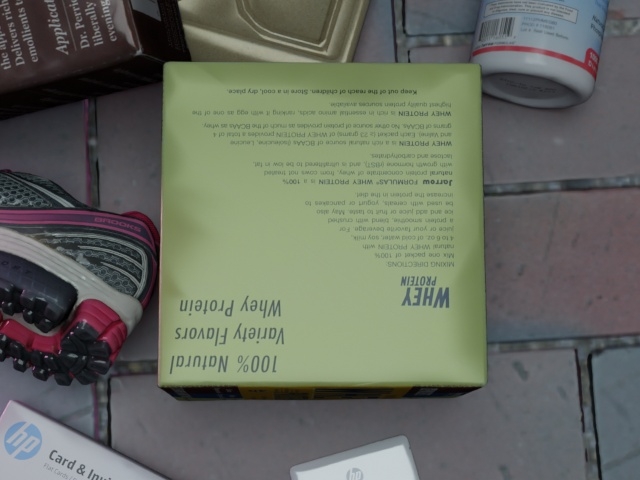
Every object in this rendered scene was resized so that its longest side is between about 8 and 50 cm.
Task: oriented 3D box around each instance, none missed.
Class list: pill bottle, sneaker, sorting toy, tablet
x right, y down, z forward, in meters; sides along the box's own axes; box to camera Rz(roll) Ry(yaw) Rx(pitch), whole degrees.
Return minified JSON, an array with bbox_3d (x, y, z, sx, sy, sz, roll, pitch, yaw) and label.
[{"bbox_3d":[0.157,-0.179,0.928,0.087,0.087,0.160,12,81,2],"label":"pill bottle"},{"bbox_3d":[-0.252,-0.008,0.896,0.299,0.121,0.112,24,52,5],"label":"sneaker"},{"bbox_3d":[-0.103,-0.241,0.966,0.307,0.041,0.229,16,85,3],"label":"sorting toy"},{"bbox_3d":[0.026,0.168,0.909,0.083,0.006,0.054,-15,80,-3],"label":"tablet"}]

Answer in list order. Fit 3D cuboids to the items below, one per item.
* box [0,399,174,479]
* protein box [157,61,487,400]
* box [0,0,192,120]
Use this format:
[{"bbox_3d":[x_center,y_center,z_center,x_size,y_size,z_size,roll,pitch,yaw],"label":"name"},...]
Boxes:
[{"bbox_3d":[-0.182,0.220,0.883,0.145,0.038,0.186,27,80,4],"label":"box"},{"bbox_3d":[0.000,0.000,0.872,0.200,0.136,0.201,0,80,-1],"label":"protein box"},{"bbox_3d":[-0.209,-0.168,0.858,0.203,0.167,0.168,-13,93,6],"label":"box"}]
